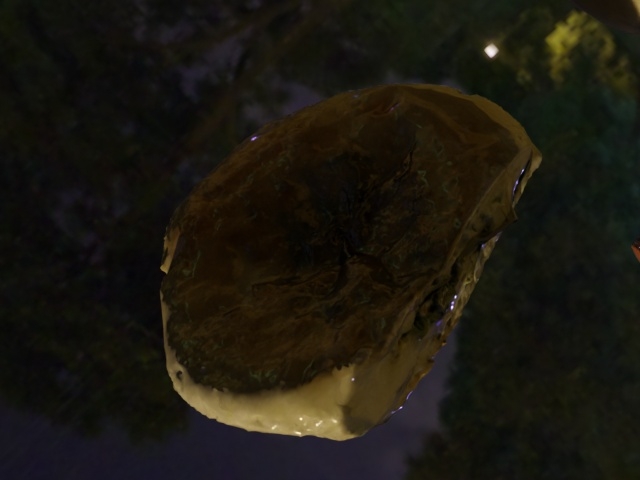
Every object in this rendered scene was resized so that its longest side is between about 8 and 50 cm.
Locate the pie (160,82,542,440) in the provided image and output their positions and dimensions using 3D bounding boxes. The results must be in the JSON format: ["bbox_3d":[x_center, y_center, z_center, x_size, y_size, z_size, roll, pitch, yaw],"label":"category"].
[{"bbox_3d":[0.001,0.002,0.637,0.185,0.218,0.052,14,153,38],"label":"pie"}]

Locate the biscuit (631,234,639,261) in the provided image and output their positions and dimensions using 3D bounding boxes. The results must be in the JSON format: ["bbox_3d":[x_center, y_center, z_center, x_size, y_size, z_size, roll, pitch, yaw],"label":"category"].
[{"bbox_3d":[0.323,0.078,0.921,0.186,0.036,0.192,38,-171,-26],"label":"biscuit"}]

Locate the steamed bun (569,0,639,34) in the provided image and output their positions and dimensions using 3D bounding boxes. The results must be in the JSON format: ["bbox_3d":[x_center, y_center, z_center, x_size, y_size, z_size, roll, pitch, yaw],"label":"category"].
[{"bbox_3d":[0.148,-0.201,0.558,0.172,0.155,0.141,49,173,22],"label":"steamed bun"}]
